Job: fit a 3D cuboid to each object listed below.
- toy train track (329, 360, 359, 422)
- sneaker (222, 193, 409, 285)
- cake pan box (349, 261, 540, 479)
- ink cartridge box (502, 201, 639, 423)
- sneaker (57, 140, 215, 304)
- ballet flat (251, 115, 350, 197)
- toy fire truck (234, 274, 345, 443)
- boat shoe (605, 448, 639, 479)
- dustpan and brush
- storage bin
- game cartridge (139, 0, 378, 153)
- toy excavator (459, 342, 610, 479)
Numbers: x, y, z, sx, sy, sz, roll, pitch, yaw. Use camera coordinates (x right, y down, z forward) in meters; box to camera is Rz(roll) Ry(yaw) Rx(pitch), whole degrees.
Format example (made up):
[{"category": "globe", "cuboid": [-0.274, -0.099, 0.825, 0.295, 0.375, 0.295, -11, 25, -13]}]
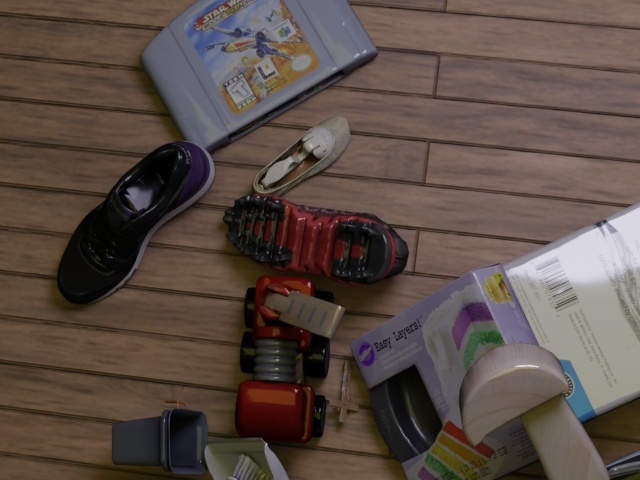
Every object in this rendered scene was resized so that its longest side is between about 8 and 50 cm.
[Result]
[{"category": "toy train track", "cuboid": [0.030, 0.204, 1.940, 0.048, 0.014, 0.083, 17, 70, -31]}, {"category": "sneaker", "cuboid": [0.000, 0.001, 1.942, 0.276, 0.135, 0.097, 13, 94, 32]}, {"category": "cake pan box", "cuboid": [0.175, 0.190, 1.832, 0.267, 0.070, 0.245, -33, 73, 44]}, {"category": "ink cartridge box", "cuboid": [0.380, 0.094, 1.862, 0.307, 0.129, 0.223, -25, 77, 3]}, {"category": "sneaker", "cuboid": [-0.273, -0.030, 1.946, 0.107, 0.124, 0.283, 44, 100, 10]}, {"category": "ballet flat", "cuboid": [-0.024, -0.112, 1.983, 0.168, 0.052, 0.057, -41, 78, -2]}, {"category": "toy fire truck", "cuboid": [-0.039, 0.147, 1.841, 0.158, 0.246, 0.217, 4, 81, 8]}, {"category": "boat shoe", "cuboid": [0.322, 0.354, 1.829, 0.335, 0.119, 0.121, -33, 78, 0]}, {"category": "dustpan and brush", "cuboid": [-0.072, 0.357, 1.891, 0.060, 0.147, 0.211, -47, 110, -32]}, {"category": "storage bin", "cuboid": [-0.215, 0.262, 1.906, 0.091, 0.135, 0.098, -5, 80, 16]}, {"category": "game cartridge", "cuboid": [-0.094, -0.268, 2.020, 0.297, 0.062, 0.198, -31, 82, 1]}, {"category": "toy excavator", "cuboid": [0.270, 0.392, 1.680, 0.433, 0.222, 0.445, 32, 102, -5]}]
